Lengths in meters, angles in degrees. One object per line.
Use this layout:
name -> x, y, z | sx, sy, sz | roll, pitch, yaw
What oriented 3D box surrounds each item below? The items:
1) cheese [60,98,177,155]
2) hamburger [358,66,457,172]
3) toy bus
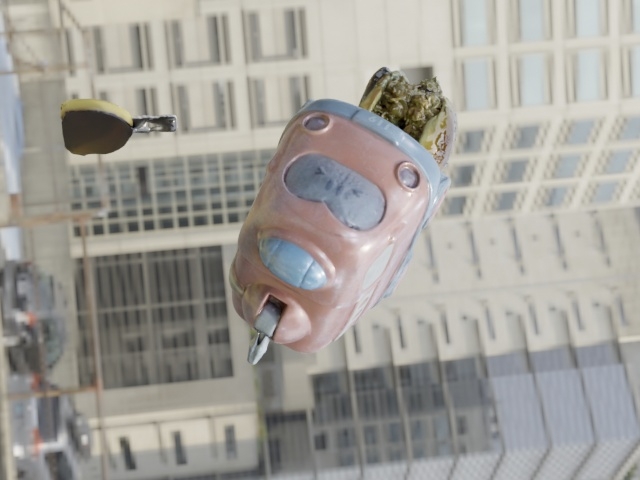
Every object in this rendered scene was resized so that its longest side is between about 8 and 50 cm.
cheese -> -0.285, -0.164, 1.759 | 0.036, 0.162, 0.086 | -99, -171, -54
hamburger -> 0.118, -0.140, 1.610 | 0.159, 0.131, 0.185 | 80, 32, -60
toy bus -> 0.000, 0.000, 1.420 | 0.232, 0.197, 0.294 | -53, 171, -41
